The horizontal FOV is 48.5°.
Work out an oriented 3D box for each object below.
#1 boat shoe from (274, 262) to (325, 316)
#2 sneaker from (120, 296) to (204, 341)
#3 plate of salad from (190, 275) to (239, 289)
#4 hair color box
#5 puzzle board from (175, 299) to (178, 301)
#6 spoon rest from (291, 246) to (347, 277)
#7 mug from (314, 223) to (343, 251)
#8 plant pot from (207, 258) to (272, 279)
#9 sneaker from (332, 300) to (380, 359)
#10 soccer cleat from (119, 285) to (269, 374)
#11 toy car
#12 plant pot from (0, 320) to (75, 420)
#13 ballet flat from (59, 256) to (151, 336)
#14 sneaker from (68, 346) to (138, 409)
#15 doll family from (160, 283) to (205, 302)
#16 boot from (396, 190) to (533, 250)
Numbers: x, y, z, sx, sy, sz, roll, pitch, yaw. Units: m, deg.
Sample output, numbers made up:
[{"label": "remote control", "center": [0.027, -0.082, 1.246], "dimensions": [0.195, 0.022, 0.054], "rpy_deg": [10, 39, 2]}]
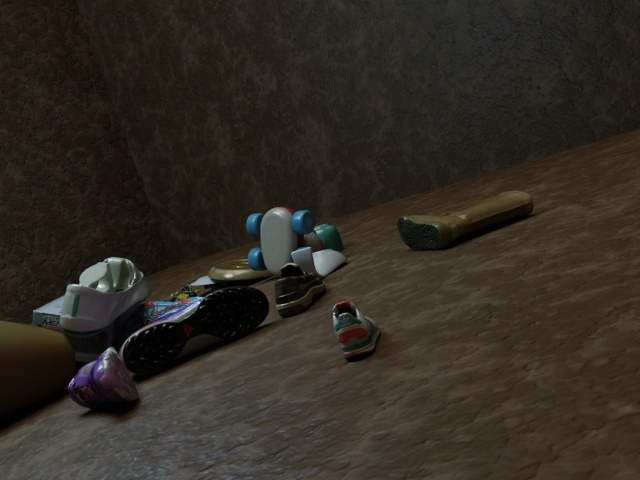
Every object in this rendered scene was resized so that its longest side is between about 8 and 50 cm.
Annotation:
[{"label": "boat shoe", "center": [-0.049, 0.093, 1.604], "dimensions": [0.095, 0.095, 0.257], "rpy_deg": [-18, 5, 8]}, {"label": "sneaker", "center": [-0.375, 0.195, 1.658], "dimensions": [0.262, 0.104, 0.125], "rpy_deg": [-17, 8, 23]}, {"label": "plate of salad", "center": [-0.336, 0.139, 2.390], "dimensions": [0.200, 0.048, 0.200], "rpy_deg": [-9, 3, 1]}, {"label": "hair color box", "center": [-0.587, 0.212, 1.820], "dimensions": [0.186, 0.113, 0.374], "rpy_deg": [7, 3, -4]}, {"label": "puzzle board", "center": [-0.504, 0.213, 2.418], "dimensions": [0.097, 0.011, 0.128], "rpy_deg": [-19, 6, 2]}, {"label": "spoon rest", "center": [-0.009, 0.069, 1.930], "dimensions": [0.137, 0.084, 0.276], "rpy_deg": [-16, -8, 14]}, {"label": "mug", "center": [-0.005, 0.002, 2.377], "dimensions": [0.130, 0.097, 0.158], "rpy_deg": [-22, 7, -32]}, {"label": "plant pot", "center": [-0.254, 0.092, 2.340], "dimensions": [0.237, 0.032, 0.236], "rpy_deg": [-3, 8, 0]}, {"label": "sneaker", "center": [0.051, 0.121, 1.068], "dimensions": [0.057, 0.075, 0.161], "rpy_deg": [-18, 6, 8]}, {"label": "soccer cleat", "center": [-0.258, 0.177, 1.448], "dimensions": [0.318, 0.108, 0.116], "rpy_deg": [-24, 3, -25]}, {"label": "toy car", "center": [-0.071, 0.000, 2.209], "dimensions": [0.219, 0.210, 0.238], "rpy_deg": [-2, 1, 35]}, {"label": "plant pot", "center": [-0.641, 0.261, 1.438], "dimensions": [0.255, 0.236, 0.237], "rpy_deg": [-2, -8, -44]}, {"label": "ballet flat", "center": [-0.490, 0.107, 1.666], "dimensions": [0.139, 0.139, 0.400], "rpy_deg": [-18, 9, 7]}, {"label": "sneaker", "center": [-0.383, 0.250, 1.230], "dimensions": [0.105, 0.095, 0.236], "rpy_deg": [-27, 3, -18]}, {"label": "doll family", "center": [-0.425, 0.185, 2.137], "dimensions": [0.111, 0.075, 0.193], "rpy_deg": [-8, 16, 44]}, {"label": "boot", "center": [0.359, -0.053, 1.795], "dimensions": [0.270, 0.089, 0.236], "rpy_deg": [-21, 16, -20]}]
